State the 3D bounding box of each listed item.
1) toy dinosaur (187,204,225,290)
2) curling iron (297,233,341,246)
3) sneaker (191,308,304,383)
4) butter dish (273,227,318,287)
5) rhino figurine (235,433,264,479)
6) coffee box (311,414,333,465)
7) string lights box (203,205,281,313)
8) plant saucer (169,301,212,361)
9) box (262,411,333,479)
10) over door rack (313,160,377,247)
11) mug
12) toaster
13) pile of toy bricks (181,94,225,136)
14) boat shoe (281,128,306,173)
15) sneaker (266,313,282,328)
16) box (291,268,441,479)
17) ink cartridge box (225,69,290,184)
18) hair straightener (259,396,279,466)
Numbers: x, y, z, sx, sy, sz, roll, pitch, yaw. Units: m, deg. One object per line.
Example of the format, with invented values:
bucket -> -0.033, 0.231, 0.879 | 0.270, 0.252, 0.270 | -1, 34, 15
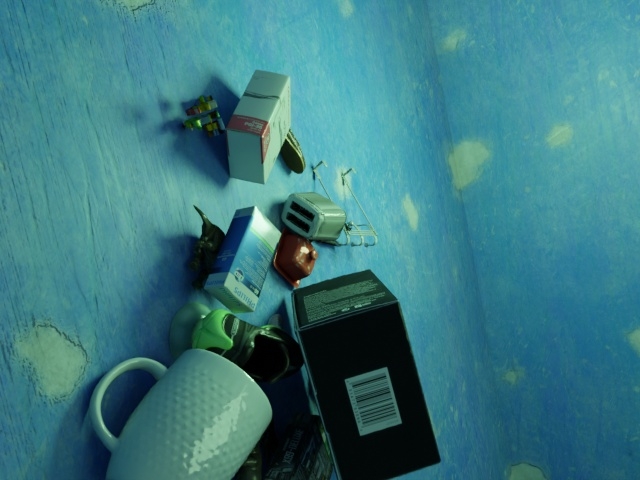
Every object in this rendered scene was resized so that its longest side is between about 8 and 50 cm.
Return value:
toy dinosaur -> -0.295, 0.037, 1.695 | 0.314, 0.121, 0.160 | 62, 25, -21
curling iron -> 0.000, 0.000, 2.211 | 0.068, 0.035, 0.274 | 53, 17, 25
sneaker -> -0.160, 0.325, 1.669 | 0.185, 0.202, 0.483 | -61, 152, -2
butter dish -> -0.063, 0.053, 2.028 | 0.160, 0.118, 0.160 | 48, 45, -41
rhino figurine -> -0.204, 0.624, 1.717 | 0.106, 0.073, 0.243 | 24, 61, -49
coffee box -> 0.012, 0.677, 2.078 | 0.184, 0.040, 0.113 | 49, 45, -41
string lights box -> -0.203, 0.051, 1.654 | 0.133, 0.076, 0.260 | 49, 45, -39
plant saucer -> -0.320, 0.260, 1.646 | 0.195, 0.037, 0.195 | 17, 70, -56
box -> -0.058, 0.709, 1.860 | 0.242, 0.076, 0.307 | -63, 148, -43
over door rack -> 0.082, -0.124, 2.333 | 0.239, 0.108, 0.324 | 1, 68, -58
mug -> -0.345, 0.426, 1.393 | 0.374, 0.276, 0.328 | 42, 49, -4
toaster -> -0.022, -0.076, 2.045 | 0.146, 0.227, 0.129 | -2, 121, -52
pile of toy bricks -> -0.332, -0.333, 1.698 | 0.212, 0.105, 0.118 | -129, -160, -67
boat shoe -> -0.102, -0.326, 2.093 | 0.207, 0.073, 0.073 | 62, 39, -30
sneaker -> -0.135, 0.276, 1.908 | 0.051, 0.070, 0.134 | 64, 35, -21
box -> 0.112, 0.382, 1.832 | 0.472, 0.297, 0.480 | -129, -157, -81
ink cartridge box -> -0.181, -0.344, 1.855 | 0.207, 0.117, 0.283 | 93, 13, -53
hair straightener -> -0.169, 0.578, 1.820 | 0.089, 0.047, 0.230 | -31, 114, -56
